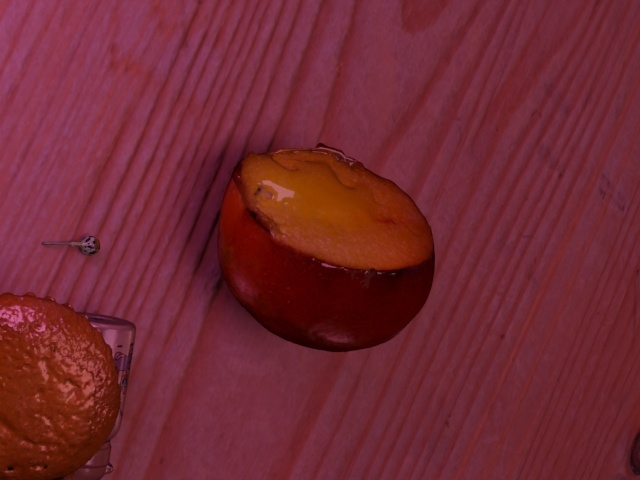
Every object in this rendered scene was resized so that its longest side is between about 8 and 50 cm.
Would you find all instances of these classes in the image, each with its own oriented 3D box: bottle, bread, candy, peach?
[{"bbox_3d":[-0.299,0.198,1.917,0.110,0.097,0.209,9,93,-16],"label":"bottle"},{"bbox_3d":[-0.345,0.163,1.774,0.239,0.139,0.240,-2,111,-5],"label":"bread"},{"bbox_3d":[-0.311,0.007,1.914,0.083,0.025,0.023,-1,72,-42],"label":"candy"},{"bbox_3d":[0.000,0.000,2.100,0.281,0.281,0.338,-60,138,-21],"label":"peach"}]
